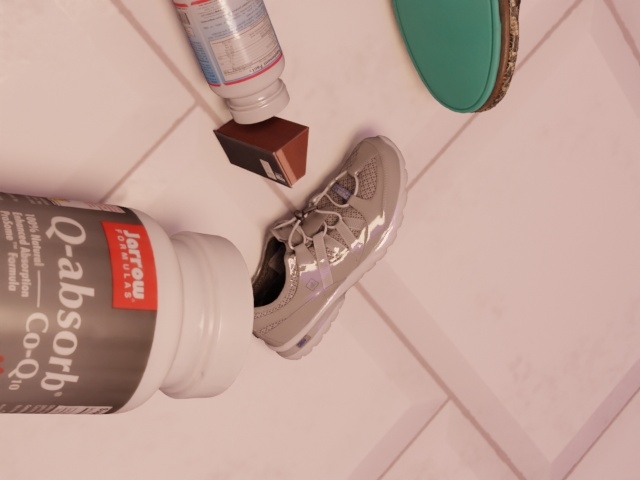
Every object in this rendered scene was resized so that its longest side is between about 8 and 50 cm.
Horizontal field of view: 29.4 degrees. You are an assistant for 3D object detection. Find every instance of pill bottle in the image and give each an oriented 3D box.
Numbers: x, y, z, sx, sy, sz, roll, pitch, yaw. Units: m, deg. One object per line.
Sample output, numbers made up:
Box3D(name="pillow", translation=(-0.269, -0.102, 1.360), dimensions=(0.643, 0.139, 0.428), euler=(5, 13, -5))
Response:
Box3D(name="pill bottle", translation=(-0.089, -0.206, 1.274), dimensions=(0.087, 0.087, 0.160), euler=(-33, 122, -19))
Box3D(name="pill bottle", translation=(-0.262, 0.062, 1.179), dimensions=(0.363, 0.210, 0.210), euler=(5, 103, -34))

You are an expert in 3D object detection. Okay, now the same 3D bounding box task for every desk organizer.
Box3D(name="desk organizer", translation=(-0.056, -0.101, 1.305), dimensions=(0.050, 0.130, 0.047), euler=(-39, 122, -18))

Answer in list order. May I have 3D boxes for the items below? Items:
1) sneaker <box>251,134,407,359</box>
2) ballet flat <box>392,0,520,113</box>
Box3D(name="sneaker", translation=(0.000, 0.000, 1.390), dimensions=(0.115, 0.105, 0.281), euler=(29, 90, -36))
Box3D(name="ballet flat", translation=(0.131, -0.377, 1.330), dimensions=(0.182, 0.164, 0.483), euler=(-50, 126, -34))
